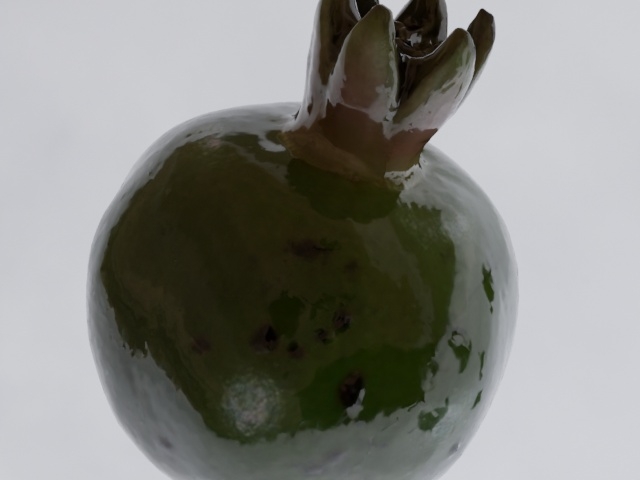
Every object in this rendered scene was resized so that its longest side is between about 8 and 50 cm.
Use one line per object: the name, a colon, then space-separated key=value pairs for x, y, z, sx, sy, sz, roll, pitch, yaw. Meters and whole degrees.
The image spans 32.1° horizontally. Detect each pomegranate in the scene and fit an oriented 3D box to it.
pomegranate: x=0.001 y=0.001 z=0.451 sx=0.187 sy=0.225 sz=0.187 roll=13 pitch=-150 yaw=-8
